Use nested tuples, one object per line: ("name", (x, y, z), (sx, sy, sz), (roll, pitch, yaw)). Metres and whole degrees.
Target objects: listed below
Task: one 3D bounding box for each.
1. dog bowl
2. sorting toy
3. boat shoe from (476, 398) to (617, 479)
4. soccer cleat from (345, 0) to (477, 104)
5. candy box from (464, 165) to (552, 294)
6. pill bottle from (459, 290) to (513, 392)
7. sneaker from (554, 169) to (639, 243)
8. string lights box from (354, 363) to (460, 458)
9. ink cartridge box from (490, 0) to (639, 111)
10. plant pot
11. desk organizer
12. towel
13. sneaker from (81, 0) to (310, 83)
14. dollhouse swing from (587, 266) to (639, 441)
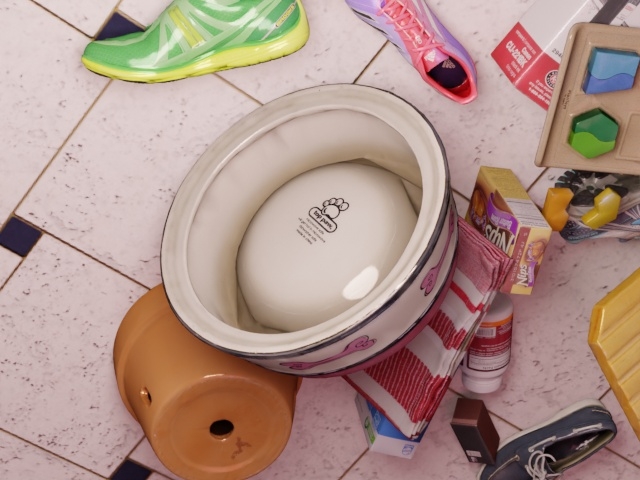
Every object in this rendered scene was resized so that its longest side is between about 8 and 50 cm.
("dog bowl", (0.000, 0.000, 1.693), (0.408, 0.408, 0.150), (-31, 139, 7))
("sorting toy", (0.408, -0.140, 1.749), (0.229, 0.041, 0.307), (2, 121, -13))
("boat shoe", (0.378, 0.362, 2.145), (0.254, 0.079, 0.095), (-30, 121, 7))
("soccer cleat", (0.124, -0.276, 1.713), (0.083, 0.095, 0.248), (-41, 119, 13))
("candy box", (0.264, -0.017, 1.838), (0.053, 0.186, 0.109), (6, 119, -14))
("pill bottle", (0.253, 0.157, 1.997), (0.086, 0.086, 0.152), (-6, 121, -8))
("sneaker", (0.481, -0.063, 1.923), (0.283, 0.110, 0.122), (-8, 138, -3))
("string lights box", (0.144, 0.188, 1.965), (0.077, 0.133, 0.259), (14, 116, -18))
("ink cartridge box", (0.402, -0.285, 1.752), (0.197, 0.114, 0.273), (31, 110, -26))
("plant pot", (-0.154, 0.216, 1.881), (0.291, 0.203, 0.291), (-5, 120, -9))
("desk organizer", (0.255, 0.313, 2.108), (0.047, 0.050, 0.130), (2, 143, 26))
("towel", (0.121, 0.096, 1.862), (0.037, 0.237, 0.329), (-6, 127, -47))
("sneaker", (-0.165, -0.274, 1.667), (0.295, 0.109, 0.123), (-12, 99, -2))
("dollhouse swing", (0.627, 0.140, 1.875), (0.305, 0.315, 0.347), (-40, 108, -37))
